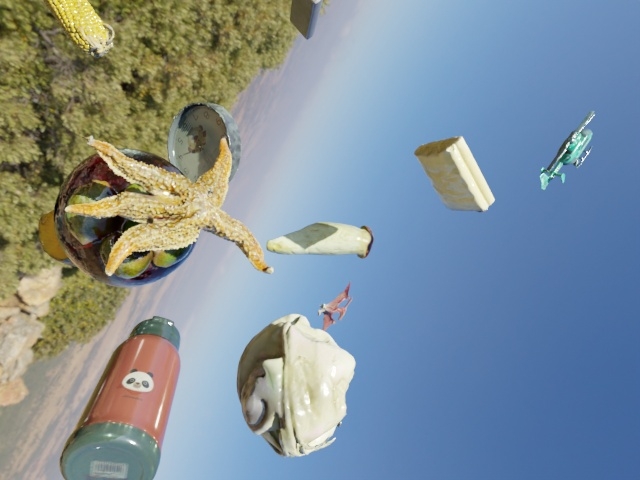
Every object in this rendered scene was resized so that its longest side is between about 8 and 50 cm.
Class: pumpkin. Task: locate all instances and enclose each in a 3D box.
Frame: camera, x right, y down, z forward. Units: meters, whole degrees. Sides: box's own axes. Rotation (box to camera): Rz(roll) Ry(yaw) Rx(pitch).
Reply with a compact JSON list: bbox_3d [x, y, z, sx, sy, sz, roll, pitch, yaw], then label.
[{"bbox_3d":[-0.611,-0.068,1.121,0.139,0.189,0.281,48,50,-72],"label":"pumpkin"}]

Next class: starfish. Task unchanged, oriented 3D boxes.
[{"bbox_3d":[-0.241,-0.073,0.683,0.084,0.293,0.302,-38,-117,46],"label":"starfish"}]

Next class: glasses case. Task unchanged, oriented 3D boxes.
[{"bbox_3d":[-0.034,-0.540,0.982,0.042,0.072,0.190,-50,-173,-3],"label":"glasses case"}]

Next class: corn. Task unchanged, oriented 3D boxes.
[{"bbox_3d":[-0.655,-0.614,1.083,0.106,0.293,0.106,-32,-164,10],"label":"corn"}]

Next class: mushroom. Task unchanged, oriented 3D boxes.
[{"bbox_3d":[0.001,-0.004,1.317,0.087,0.332,0.108,132,-39,-85],"label":"mushroom"}]

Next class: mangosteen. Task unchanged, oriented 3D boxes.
[{"bbox_3d":[-0.396,-0.032,0.890,0.301,0.300,0.300,-58,-169,19],"label":"mangosteen"}]

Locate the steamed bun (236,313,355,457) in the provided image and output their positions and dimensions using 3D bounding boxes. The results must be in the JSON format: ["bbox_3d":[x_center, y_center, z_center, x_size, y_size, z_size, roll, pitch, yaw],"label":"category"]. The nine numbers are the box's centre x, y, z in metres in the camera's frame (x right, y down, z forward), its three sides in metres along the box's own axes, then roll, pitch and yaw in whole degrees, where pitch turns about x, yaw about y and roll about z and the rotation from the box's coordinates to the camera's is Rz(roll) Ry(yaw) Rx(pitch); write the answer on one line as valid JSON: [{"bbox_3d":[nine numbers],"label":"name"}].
[{"bbox_3d":[-0.086,0.318,0.931,0.280,0.207,0.268,33,-81,37],"label":"steamed bun"}]

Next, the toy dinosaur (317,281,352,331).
[{"bbox_3d":[0.045,0.226,1.402,0.220,0.108,0.032,-62,-148,22],"label":"toy dinosaur"}]

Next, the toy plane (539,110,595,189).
[{"bbox_3d":[0.652,-0.225,1.118,0.060,0.096,0.235,35,-94,37],"label":"toy plane"}]

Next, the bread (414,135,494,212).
[{"bbox_3d":[0.304,-0.145,0.971,0.060,0.178,0.139,-47,-158,-21],"label":"bread"}]

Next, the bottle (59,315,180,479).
[{"bbox_3d":[-0.334,0.272,0.780,0.144,0.143,0.336,-58,-162,19],"label":"bottle"}]

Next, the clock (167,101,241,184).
[{"bbox_3d":[-0.414,-0.326,1.483,0.061,0.312,0.313,-12,139,-59],"label":"clock"}]
